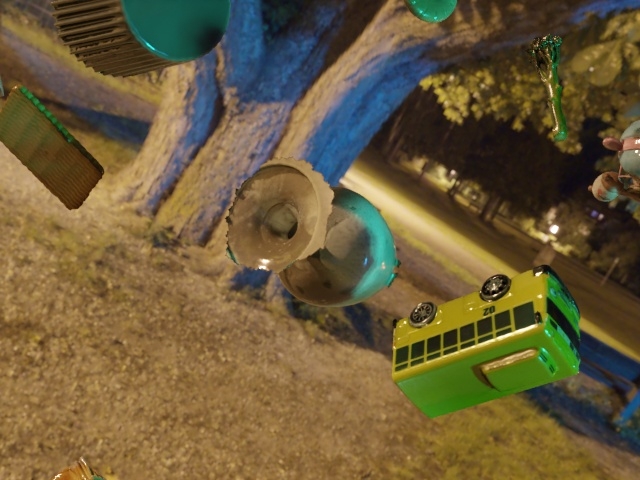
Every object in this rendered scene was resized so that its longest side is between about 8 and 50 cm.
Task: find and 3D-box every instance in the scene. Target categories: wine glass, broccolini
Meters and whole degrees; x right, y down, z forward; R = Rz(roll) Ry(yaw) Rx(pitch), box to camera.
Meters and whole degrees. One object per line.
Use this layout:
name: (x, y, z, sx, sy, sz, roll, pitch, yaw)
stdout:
wine glass: (0.000, 0.000, 1.354, 0.238, 0.238, 0.323, 34, 7, 32)
broccolini: (0.410, -0.278, 1.354, 0.067, 0.216, 0.058, -13, -31, 28)

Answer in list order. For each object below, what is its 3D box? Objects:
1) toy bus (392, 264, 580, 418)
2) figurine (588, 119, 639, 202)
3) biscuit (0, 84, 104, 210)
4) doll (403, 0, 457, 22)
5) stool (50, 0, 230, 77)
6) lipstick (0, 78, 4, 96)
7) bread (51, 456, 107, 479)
toy bus: (0.243, 0.154, 1.106, 0.128, 0.262, 0.150, 48, 32, -29)
figurine: (0.511, -0.094, 1.154, 0.205, 0.103, 0.260, 22, -13, 49)
biscuit: (-0.569, -0.190, 1.580, 0.254, 0.172, 0.029, 47, 41, -7)
doll: (0.207, -0.573, 1.420, 0.216, 0.268, 0.284, -11, -59, 49)
stool: (-0.385, -0.507, 1.636, 0.297, 0.297, 0.330, 22, -5, -38)
lipstick: (-0.808, -0.319, 1.587, 0.254, 0.070, 0.070, -12, 24, -16)
bread: (-0.465, 0.568, 1.547, 0.107, 0.136, 0.241, 21, -35, 52)
